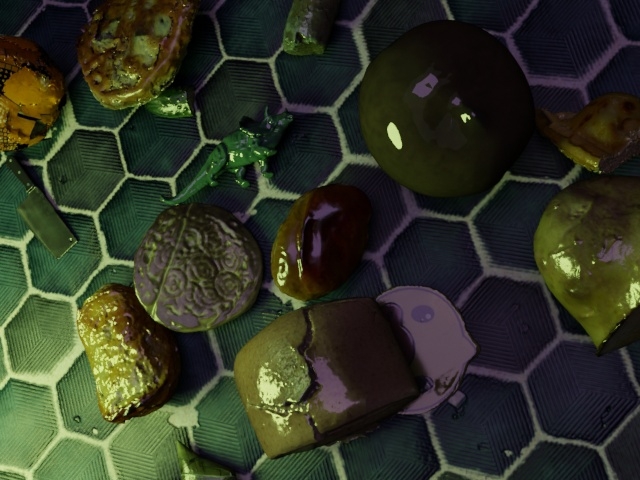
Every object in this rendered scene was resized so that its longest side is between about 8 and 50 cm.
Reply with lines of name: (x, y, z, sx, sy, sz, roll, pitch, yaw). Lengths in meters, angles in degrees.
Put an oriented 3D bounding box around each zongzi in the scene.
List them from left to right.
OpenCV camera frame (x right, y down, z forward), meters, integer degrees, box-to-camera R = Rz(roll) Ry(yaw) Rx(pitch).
zongzi: (-0.208, 0.409, 1.503, 0.104, 0.052, 0.113, -15, 65, 4)

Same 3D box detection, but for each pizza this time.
pizza: (0.461, -0.205, 1.371, 0.188, 0.080, 0.204, -25, 39, -18)

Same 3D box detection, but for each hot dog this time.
hot dog: (-0.360, 0.209, 1.537, 0.175, 0.114, 0.259, -28, 66, 14)

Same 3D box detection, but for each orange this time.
orange: (-0.625, -0.293, 1.620, 0.234, 0.234, 0.182, -44, 55, 5)

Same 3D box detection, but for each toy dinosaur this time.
toy dinosaur: (-0.162, -0.143, 1.556, 0.292, 0.079, 0.120, -47, 68, 3)

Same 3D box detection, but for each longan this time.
longan: (0.208, -0.214, 1.368, 0.297, 0.297, 0.297, -2, 81, 14)

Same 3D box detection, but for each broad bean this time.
broad bean: (0.002, 0.001, 1.468, 0.156, 0.122, 0.228, 27, 96, -9)

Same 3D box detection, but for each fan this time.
fan: (0.116, 0.194, 1.464, 0.335, 0.011, 0.229, -1, 83, 15)

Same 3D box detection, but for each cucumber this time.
cucumber: (-0.305, -0.279, 1.633, 0.107, 0.035, 0.067, -1, 83, 17)

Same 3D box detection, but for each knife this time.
knife: (-0.589, -0.069, 1.684, 0.072, 0.019, 0.245, -40, 76, 7)

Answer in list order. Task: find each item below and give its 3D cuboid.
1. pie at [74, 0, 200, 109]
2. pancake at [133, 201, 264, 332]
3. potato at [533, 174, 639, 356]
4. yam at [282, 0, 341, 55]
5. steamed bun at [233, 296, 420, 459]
pie: (-0.363, -0.390, 1.624, 0.308, 0.085, 0.308, -7, 74, 26)
pancake: (-0.226, 0.051, 1.535, 0.250, 0.031, 0.250, 1, 77, -4)
potato: (0.487, 0.002, 1.285, 0.237, 0.289, 0.301, 62, 144, 28)
yam: (0.001, -0.476, 1.554, 0.093, 0.093, 0.259, 16, 86, 16)
steamed bun: (-0.010, 0.234, 1.384, 0.301, 0.199, 0.251, -28, 79, 15)
